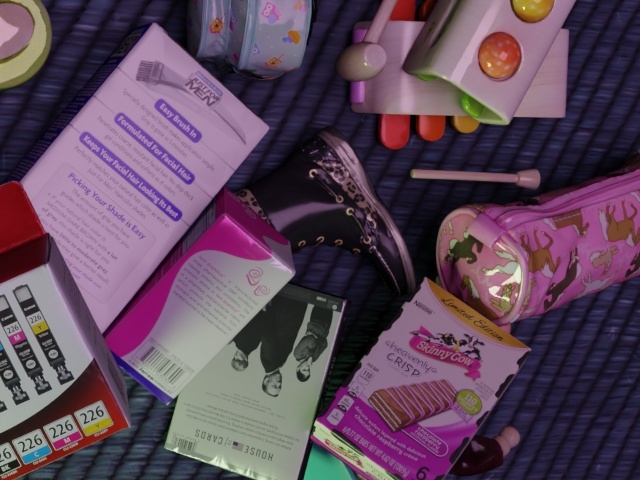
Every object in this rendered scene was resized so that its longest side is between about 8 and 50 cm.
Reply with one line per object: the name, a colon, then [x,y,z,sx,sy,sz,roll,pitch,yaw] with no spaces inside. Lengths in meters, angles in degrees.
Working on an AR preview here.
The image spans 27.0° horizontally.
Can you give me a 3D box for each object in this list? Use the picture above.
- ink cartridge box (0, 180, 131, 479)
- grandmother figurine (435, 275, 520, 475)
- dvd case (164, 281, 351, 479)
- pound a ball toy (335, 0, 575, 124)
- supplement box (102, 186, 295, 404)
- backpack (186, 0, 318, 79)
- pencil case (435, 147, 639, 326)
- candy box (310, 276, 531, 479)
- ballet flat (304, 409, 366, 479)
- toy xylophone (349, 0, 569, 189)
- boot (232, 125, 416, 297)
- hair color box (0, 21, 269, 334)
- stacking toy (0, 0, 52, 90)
ink cartridge box: [-0.397,0.125,1.398,0.309,0.130,0.271,-25,108,-4]
grandmother figurine: [0.160,0.214,1.672,0.208,0.104,0.342,29,60,-6]
dvd case: [-0.077,0.163,1.613,0.179,0.029,0.238,16,91,19]
pound a ball toy: [0.188,-0.285,1.579,0.208,0.136,0.319,32,84,-22]
supplement box: [-0.144,0.062,1.548,0.111,0.114,0.220,42,102,-16]
backpack: [-0.079,-0.269,1.533,0.144,0.188,0.165,3,96,-23]
pencil case: [0.326,-0.008,1.702,0.386,0.160,0.167,-18,101,-34]
candy box: [0.119,0.180,1.577,0.159,0.071,0.233,34,64,10]
ballet flat: [0.070,0.370,1.721,0.147,0.147,0.408,-26,108,-17]
toy xylophone: [0.188,-0.188,1.709,0.323,0.081,0.236,8,93,-23]
boot: [-0.001,-0.001,1.656,0.179,0.085,0.236,-31,103,-13]
hair color box: [-0.240,-0.064,1.537,0.185,0.110,0.339,42,82,-20]
stacking toy: [-0.412,-0.293,1.426,0.280,0.130,0.308,4,95,-22]
